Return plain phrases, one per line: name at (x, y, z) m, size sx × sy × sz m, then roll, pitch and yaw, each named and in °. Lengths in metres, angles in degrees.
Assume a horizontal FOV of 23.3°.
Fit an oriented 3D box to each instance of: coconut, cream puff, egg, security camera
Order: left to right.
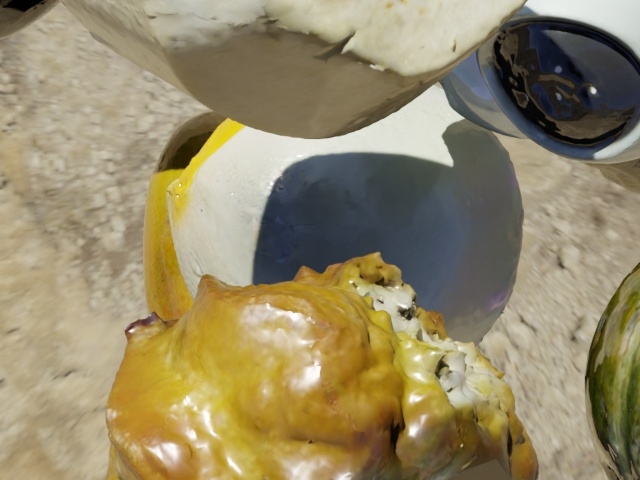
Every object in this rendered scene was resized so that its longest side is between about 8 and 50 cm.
coconut at (-0.023, -0.216, 0.862) m, size 0.323 × 0.323 × 0.323 m, roll 0°, pitch 94°, yaw 3°
cream puff at (-0.003, 0.115, 0.764) m, size 0.241 × 0.269 × 0.155 m, roll -29°, pitch 49°, yaw -20°
egg at (0.000, 0.000, 1.391) m, size 0.337 × 0.201 × 0.337 m, roll 1°, pitch 93°, yaw 24°
security camera at (0.205, -0.159, 1.171) m, size 0.194 × 0.236 × 0.195 m, roll -7°, pitch 105°, yaw -26°

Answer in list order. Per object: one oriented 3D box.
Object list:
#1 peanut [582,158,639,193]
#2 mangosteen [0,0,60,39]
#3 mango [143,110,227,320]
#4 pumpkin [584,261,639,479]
peanut at (0.326, -0.107, 1.664) m, size 0.214 × 0.098 × 0.090 m, roll 25°, pitch 86°, yaw -42°
mangosteen at (-0.379, -0.353, 1.601) m, size 0.275 × 0.275 × 0.302 m, roll -28°, pitch 125°, yaw 4°
mango at (-0.113, 0.004, 1.739) m, size 0.173 × 0.211 × 0.317 m, roll -8°, pitch 79°, yaw 8°
pumpkin at (0.288, 0.072, 0.655) m, size 0.325 × 0.232 × 0.242 m, roll -39°, pitch 112°, yaw 11°
